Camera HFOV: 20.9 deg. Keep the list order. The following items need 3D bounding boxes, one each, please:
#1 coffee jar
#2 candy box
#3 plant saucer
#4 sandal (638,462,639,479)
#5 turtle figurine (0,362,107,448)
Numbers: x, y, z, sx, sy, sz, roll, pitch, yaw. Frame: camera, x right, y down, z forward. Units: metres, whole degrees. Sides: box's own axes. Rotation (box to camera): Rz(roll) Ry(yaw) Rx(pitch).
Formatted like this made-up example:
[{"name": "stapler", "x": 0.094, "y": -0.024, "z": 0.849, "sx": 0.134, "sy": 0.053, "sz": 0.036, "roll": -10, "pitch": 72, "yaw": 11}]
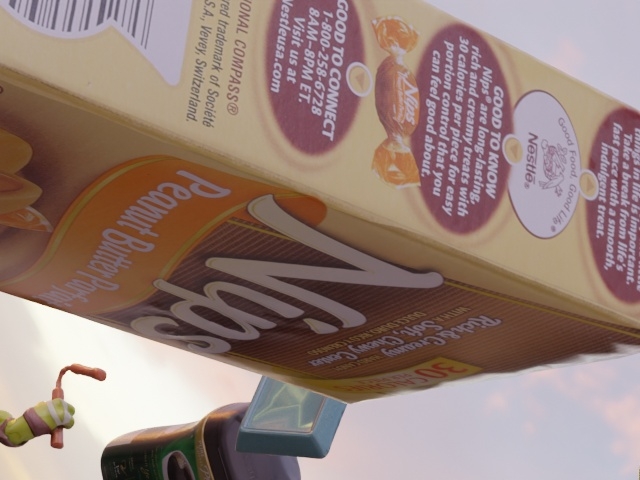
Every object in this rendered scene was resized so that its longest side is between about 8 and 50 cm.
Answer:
[{"name": "coffee jar", "x": -0.100, "y": 0.194, "z": 1.465, "sx": 0.184, "sy": 0.079, "sz": 0.096, "roll": -19, "pitch": -92, "yaw": 44}, {"name": "candy box", "x": -0.046, "y": -0.030, "z": 0.589, "sx": 0.316, "sy": 0.087, "sz": 0.183, "roll": 22, "pitch": -24, "yaw": -35}, {"name": "plant saucer", "x": 0.003, "y": 0.062, "z": 1.148, "sx": 0.067, "sy": 0.192, "sz": 0.018, "roll": 1, "pitch": -44, "yaw": 27}, {"name": "sandal", "x": 0.400, "y": 0.198, "z": 1.271, "sx": 0.317, "sy": 0.138, "sz": 0.126, "roll": 27, "pitch": -49, "yaw": 33}, {"name": "turtle figurine", "x": -0.293, "y": 0.190, "z": 1.468, "sx": 0.087, "sy": 0.270, "sz": 0.217, "roll": 5, "pitch": 82, "yaw": -58}]
